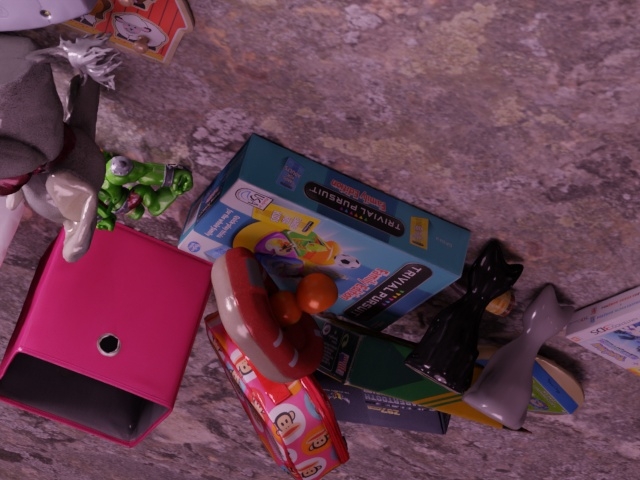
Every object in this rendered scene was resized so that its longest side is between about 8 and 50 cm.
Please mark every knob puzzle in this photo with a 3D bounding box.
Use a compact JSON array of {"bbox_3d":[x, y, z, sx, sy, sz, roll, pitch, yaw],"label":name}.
[{"bbox_3d":[-0.239,-0.276,1.577,0.213,0.030,0.213,12,151,7],"label":"knob puzzle"}]

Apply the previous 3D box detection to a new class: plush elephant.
[{"bbox_3d":[-0.372,-0.121,1.664,0.330,0.272,0.255,-6,131,7],"label":"plush elephant"}]

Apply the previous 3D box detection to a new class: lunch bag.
[{"bbox_3d":[-0.078,0.229,2.167,0.120,0.293,0.258,-32,145,-8],"label":"lunch bag"}]

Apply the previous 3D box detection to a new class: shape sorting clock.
[{"bbox_3d":[0.325,0.223,2.189,0.206,0.040,0.206,23,155,11],"label":"shape sorting clock"}]

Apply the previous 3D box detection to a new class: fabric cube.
[{"bbox_3d":[-0.342,0.142,2.147,0.254,0.258,0.259,24,151,-14],"label":"fabric cube"}]

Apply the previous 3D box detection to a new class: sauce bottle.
[{"bbox_3d":[0.220,0.069,1.962,0.128,0.042,0.042,25,151,-19],"label":"sauce bottle"}]

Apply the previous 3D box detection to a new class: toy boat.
[{"bbox_3d":[-0.045,0.094,1.902,0.151,0.151,0.231,-23,143,8],"label":"toy boat"}]

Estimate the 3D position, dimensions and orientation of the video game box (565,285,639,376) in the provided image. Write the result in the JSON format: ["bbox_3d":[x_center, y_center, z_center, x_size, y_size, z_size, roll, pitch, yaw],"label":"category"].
[{"bbox_3d":[0.489,0.139,1.953,0.205,0.048,0.187,27,152,-21],"label":"video game box"}]

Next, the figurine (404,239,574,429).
[{"bbox_3d":[0.252,0.133,1.913,0.215,0.209,0.092,35,174,-35],"label":"figurine"}]

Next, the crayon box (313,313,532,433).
[{"bbox_3d":[0.153,0.202,2.060,0.319,0.081,0.202,18,179,-21],"label":"crayon box"}]

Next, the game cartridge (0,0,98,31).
[{"bbox_3d":[-0.401,-0.320,1.529,0.294,0.060,0.196,4,139,23],"label":"game cartridge"}]

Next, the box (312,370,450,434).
[{"bbox_3d":[0.095,0.243,2.292,0.233,0.059,0.183,6,141,19],"label":"box"}]

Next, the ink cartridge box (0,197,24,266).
[{"bbox_3d":[-0.622,0.027,2.111,0.307,0.223,0.129,-16,138,44],"label":"ink cartridge box"}]

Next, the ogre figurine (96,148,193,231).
[{"bbox_3d":[-0.281,-0.071,1.904,0.197,0.096,0.118,2,163,45],"label":"ogre figurine"}]

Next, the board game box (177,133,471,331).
[{"bbox_3d":[0.000,0.000,1.907,0.336,0.079,0.254,24,151,-15],"label":"board game box"}]
